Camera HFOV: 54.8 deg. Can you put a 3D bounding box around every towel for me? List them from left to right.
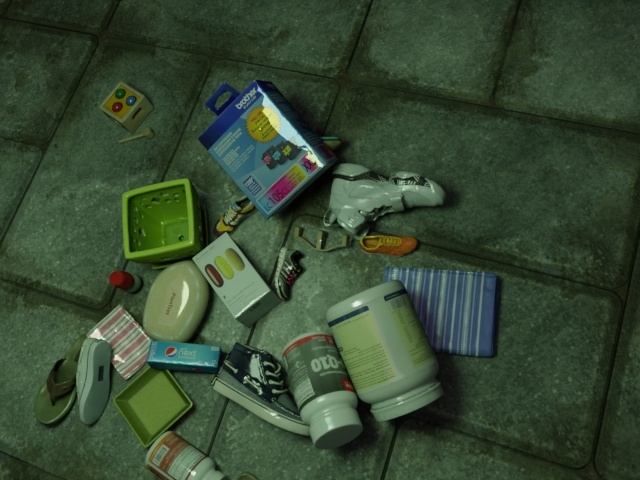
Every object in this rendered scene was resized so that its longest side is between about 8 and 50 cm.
[{"bbox_3d":[-0.617,0.315,1.924,0.144,0.029,0.197,-44,83,-6],"label":"towel"},{"bbox_3d":[0.339,0.202,1.788,0.336,0.040,0.243,4,74,15],"label":"towel"}]

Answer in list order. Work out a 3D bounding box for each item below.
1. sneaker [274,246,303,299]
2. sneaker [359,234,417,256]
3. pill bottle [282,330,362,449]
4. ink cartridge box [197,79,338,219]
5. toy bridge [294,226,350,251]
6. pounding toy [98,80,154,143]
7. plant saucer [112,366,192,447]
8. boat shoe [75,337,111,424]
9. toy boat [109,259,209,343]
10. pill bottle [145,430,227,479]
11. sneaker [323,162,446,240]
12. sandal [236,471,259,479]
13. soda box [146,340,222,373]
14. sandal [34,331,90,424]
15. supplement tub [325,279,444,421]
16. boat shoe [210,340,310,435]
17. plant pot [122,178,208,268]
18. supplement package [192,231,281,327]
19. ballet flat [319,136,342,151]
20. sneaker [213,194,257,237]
[{"bbox_3d":[-0.092,0.099,1.894,0.074,0.063,0.170,-2,66,18],"label":"sneaker"},{"bbox_3d":[0.204,0.013,1.861,0.175,0.067,0.064,-4,68,9],"label":"sneaker"},{"bbox_3d":[0.006,0.404,1.680,0.161,0.161,0.283,-25,53,2],"label":"pill bottle"},{"bbox_3d":[-0.182,-0.304,1.901,0.270,0.151,0.395,-41,88,19],"label":"ink cartridge box"},{"bbox_3d":[0.000,0.000,1.917,0.188,0.026,0.063,9,100,26],"label":"toy bridge"},{"bbox_3d":[-0.681,-0.437,2.190,0.206,0.094,0.181,33,80,21],"label":"pounding toy"},{"bbox_3d":[-0.495,0.487,1.852,0.188,0.045,0.188,-42,68,-4],"label":"plant saucer"},{"bbox_3d":[-0.700,0.425,1.884,0.084,0.095,0.258,8,86,31],"label":"boat shoe"},{"bbox_3d":[-0.498,0.169,1.927,0.318,0.148,0.267,21,81,10],"label":"toy boat"},{"bbox_3d":[-0.374,0.641,1.732,0.216,0.121,0.121,28,79,19],"label":"pill bottle"},{"bbox_3d":[0.185,-0.101,1.873,0.365,0.137,0.210,13,76,20],"label":"sneaker"},{"bbox_3d":[-0.161,0.703,1.703,0.180,0.049,0.072,28,79,19],"label":"sandal"},{"bbox_3d":[-0.402,0.348,1.839,0.210,0.071,0.067,6,61,0],"label":"soda box"},{"bbox_3d":[-0.796,0.418,1.914,0.120,0.086,0.303,21,74,13],"label":"sandal"},{"bbox_3d":[0.174,0.293,1.660,0.235,0.235,0.325,-23,81,3],"label":"supplement tub"},{"bbox_3d":[-0.144,0.413,1.757,0.340,0.127,0.158,23,85,19],"label":"boat shoe"},{"bbox_3d":[-0.472,-0.036,1.944,0.227,0.207,0.228,-11,69,7],"label":"plant pot"},{"bbox_3d":[-0.255,0.120,1.883,0.139,0.134,0.244,-39,68,-4],"label":"supplement package"},{"bbox_3d":[-0.099,-0.285,2.015,0.348,0.123,0.123,4,72,12],"label":"ballet flat"},{"bbox_3d":[-0.280,-0.087,1.988,0.185,0.084,0.069,-43,68,-5],"label":"sneaker"}]
